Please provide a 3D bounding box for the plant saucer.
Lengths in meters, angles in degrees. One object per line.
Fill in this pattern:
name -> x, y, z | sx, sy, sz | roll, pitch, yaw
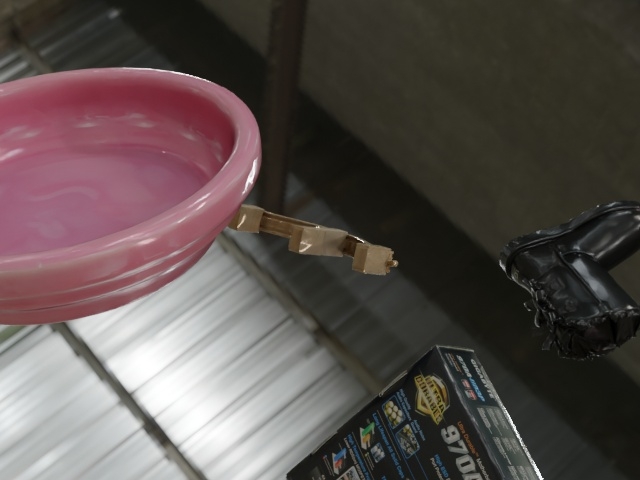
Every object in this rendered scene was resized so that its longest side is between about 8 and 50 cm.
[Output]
plant saucer -> -0.209, -0.034, 1.098 | 0.332, 0.332, 0.084 | 26, -45, 44

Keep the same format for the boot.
boot -> 0.188, 0.026, 0.925 | 0.099, 0.121, 0.045 | -121, -161, -48

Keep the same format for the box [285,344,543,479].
box -> 0.083, 0.212, 0.977 | 0.175, 0.051, 0.220 | -45, -125, 27

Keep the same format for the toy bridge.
toy bridge -> 0.000, 0.000, 1.247 | 0.188, 0.063, 0.026 | 18, -82, 43
